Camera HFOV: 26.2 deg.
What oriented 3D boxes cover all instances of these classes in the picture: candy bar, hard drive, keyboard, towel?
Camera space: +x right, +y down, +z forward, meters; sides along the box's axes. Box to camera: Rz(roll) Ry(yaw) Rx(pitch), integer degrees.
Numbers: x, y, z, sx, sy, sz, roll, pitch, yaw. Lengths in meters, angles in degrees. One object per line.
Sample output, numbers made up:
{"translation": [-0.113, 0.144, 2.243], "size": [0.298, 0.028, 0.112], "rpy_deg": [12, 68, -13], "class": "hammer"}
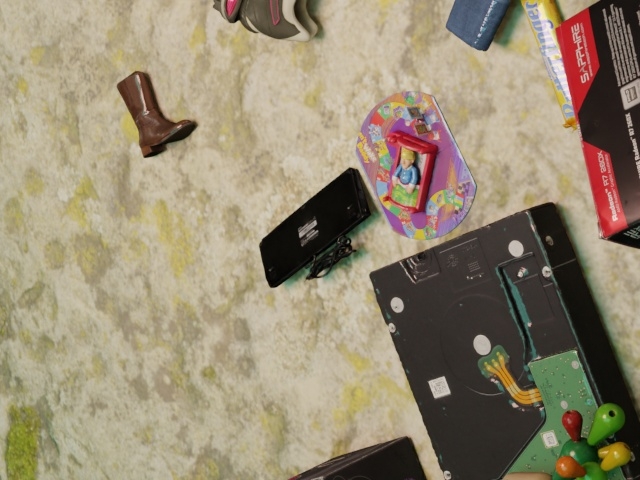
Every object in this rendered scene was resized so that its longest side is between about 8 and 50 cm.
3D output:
{"translation": [0.239, -0.189, 1.392], "size": [0.040, 0.018, 0.161], "rpy_deg": [-22, 86, 42], "class": "candy bar"}
{"translation": [0.208, 0.153, 1.475], "size": [0.237, 0.064, 0.339], "rpy_deg": [-25, 84, 42], "class": "hard drive"}
{"translation": [0.000, 0.000, 1.645], "size": [0.192, 0.038, 0.100], "rpy_deg": [-38, 52, 41], "class": "keyboard"}
{"translation": [0.175, -0.259, 1.415], "size": [0.067, 0.029, 0.119], "rpy_deg": [50, 127, 43], "class": "towel"}

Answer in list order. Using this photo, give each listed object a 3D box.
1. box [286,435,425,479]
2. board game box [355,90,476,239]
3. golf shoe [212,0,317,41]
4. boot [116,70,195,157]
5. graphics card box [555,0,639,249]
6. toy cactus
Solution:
{"translation": [0.054, 0.389, 1.597], "size": [0.143, 0.165, 0.270], "rpy_deg": [-25, 84, 42], "class": "box"}
{"translation": [0.094, -0.080, 1.534], "size": [0.133, 0.033, 0.168], "rpy_deg": [-31, 80, 41], "class": "board game box"}
{"translation": [-0.028, -0.355, 1.543], "size": [0.120, 0.105, 0.273], "rpy_deg": [26, 124, 16], "class": "golf shoe"}
{"translation": [-0.216, -0.177, 1.779], "size": [0.106, 0.037, 0.114], "rpy_deg": [-25, 79, 39], "class": "boot"}
{"translation": [0.387, -0.162, 1.174], "size": [0.371, 0.094, 0.233], "rpy_deg": [-31, 57, 42], "class": "graphics card box"}
{"translation": [0.236, 0.265, 1.360], "size": [0.180, 0.112, 0.219], "rpy_deg": [2, 86, 62], "class": "toy cactus"}
